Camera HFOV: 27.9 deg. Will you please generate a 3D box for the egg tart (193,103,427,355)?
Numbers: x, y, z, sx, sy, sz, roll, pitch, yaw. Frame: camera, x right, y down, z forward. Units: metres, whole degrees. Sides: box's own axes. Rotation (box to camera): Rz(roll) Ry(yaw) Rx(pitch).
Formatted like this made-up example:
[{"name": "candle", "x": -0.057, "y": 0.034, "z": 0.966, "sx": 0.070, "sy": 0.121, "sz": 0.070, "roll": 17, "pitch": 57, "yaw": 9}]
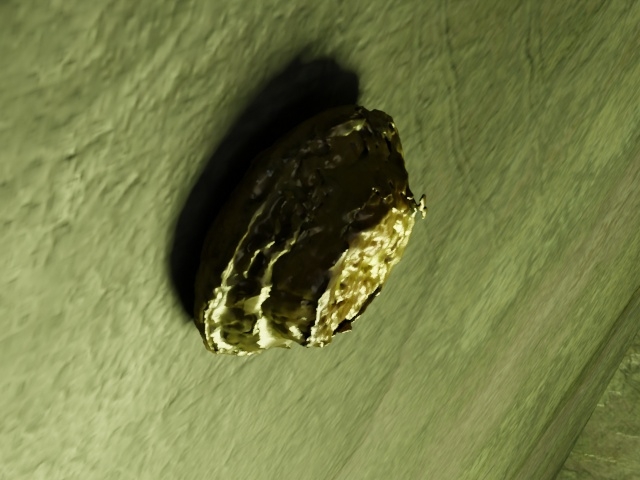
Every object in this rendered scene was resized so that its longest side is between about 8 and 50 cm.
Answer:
[{"name": "egg tart", "x": 0.000, "y": 0.000, "z": 0.528, "sx": 0.130, "sy": 0.052, "sz": 0.130, "roll": -44, "pitch": 156, "yaw": -25}]
